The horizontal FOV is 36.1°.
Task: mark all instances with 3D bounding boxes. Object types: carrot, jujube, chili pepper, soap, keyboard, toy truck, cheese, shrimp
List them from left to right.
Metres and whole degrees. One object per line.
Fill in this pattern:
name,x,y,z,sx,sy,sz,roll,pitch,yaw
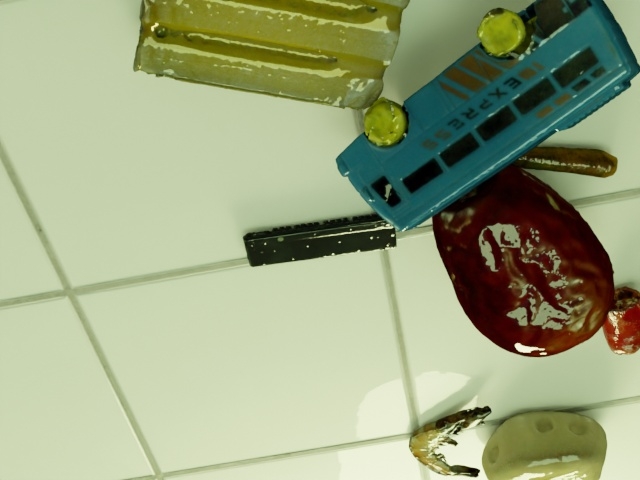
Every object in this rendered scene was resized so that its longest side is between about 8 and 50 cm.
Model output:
soap,-0.061,-0.280,1.201,0.314,0.091,0.199,6,131,-11
keyboard,0.000,-0.001,1.494,0.231,0.023,0.072,-8,138,2
shrimp,0.264,0.378,1.810,0.195,0.035,0.148,-33,106,30
toy truck,0.203,-0.164,1.240,0.385,0.161,0.162,-35,84,24
jujube,0.291,0.031,1.428,0.223,0.223,0.318,-29,124,19
cheese,0.422,0.413,1.826,0.235,0.117,0.218,-19,131,16
carrot,0.342,-0.115,1.412,0.170,0.042,0.042,4,131,-4
chili pepper,0.500,0.135,1.623,0.070,0.073,0.123,19,141,37
